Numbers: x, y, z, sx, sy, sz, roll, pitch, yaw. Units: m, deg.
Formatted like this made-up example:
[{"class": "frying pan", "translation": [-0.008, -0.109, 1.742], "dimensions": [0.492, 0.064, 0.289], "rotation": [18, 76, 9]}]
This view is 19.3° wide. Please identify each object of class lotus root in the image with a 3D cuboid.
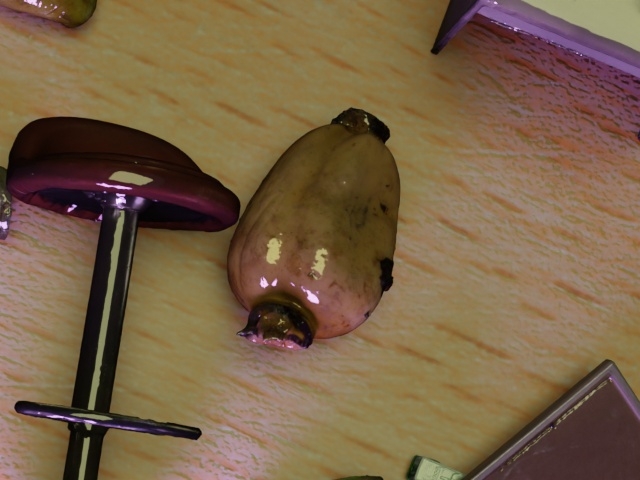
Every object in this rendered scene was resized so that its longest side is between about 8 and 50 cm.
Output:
[{"class": "lotus root", "translation": [0.000, 0.000, 1.775], "dimensions": [0.154, 0.140, 0.257], "rotation": [21, 70, 9]}]

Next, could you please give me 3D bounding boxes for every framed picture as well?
[{"class": "framed picture", "translation": [0.229, 0.269, 1.807], "dimensions": [0.265, 0.018, 0.192], "rotation": [-37, 104, -11]}]

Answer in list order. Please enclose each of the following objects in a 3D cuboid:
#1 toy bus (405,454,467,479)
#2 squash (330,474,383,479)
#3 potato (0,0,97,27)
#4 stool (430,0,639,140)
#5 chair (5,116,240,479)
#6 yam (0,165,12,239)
[{"class": "toy bus", "translation": [0.126, 0.234, 1.812], "dimensions": [0.083, 0.037, 0.031], "rotation": [24, 80, -4]}, {"class": "squash", "translation": [-0.005, 0.292, 1.732], "dimensions": [0.170, 0.170, 0.123], "rotation": [-20, 101, -10]}, {"class": "potato", "translation": [-0.295, -0.270, 1.796], "dimensions": [0.188, 0.085, 0.105], "rotation": [31, 82, -8]}, {"class": "stool", "translation": [0.262, -0.229, 1.772], "dimensions": [0.243, 0.269, 0.170], "rotation": [22, 82, -4]}, {"class": "chair", "translation": [-0.196, 0.072, 1.695], "dimensions": [0.226, 0.226, 0.401], "rotation": [8, 81, -7]}, {"class": "yam", "translation": [-0.352, -0.055, 1.768], "dimensions": [0.146, 0.070, 0.070], "rotation": [23, 80, -5]}]
